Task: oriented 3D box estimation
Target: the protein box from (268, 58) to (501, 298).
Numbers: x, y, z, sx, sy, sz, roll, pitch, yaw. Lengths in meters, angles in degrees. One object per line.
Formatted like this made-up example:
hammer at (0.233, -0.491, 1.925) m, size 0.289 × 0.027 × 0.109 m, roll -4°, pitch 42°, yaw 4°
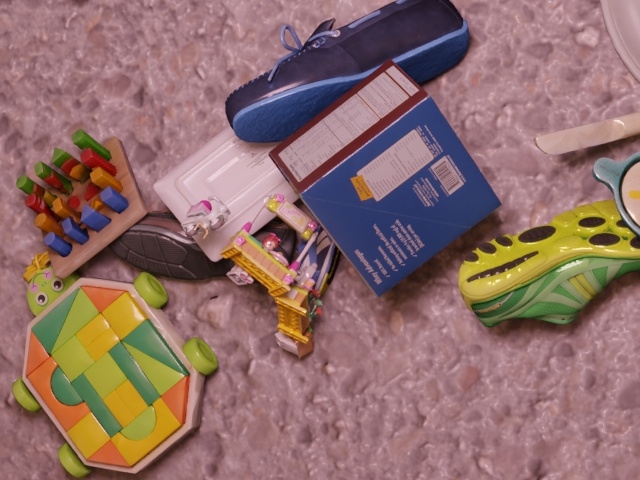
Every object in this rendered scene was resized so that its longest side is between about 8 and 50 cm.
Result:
protein box at (0.082, -0.078, 1.830) m, size 0.201 × 0.136 × 0.200 m, roll -37°, pitch 123°, yaw 1°

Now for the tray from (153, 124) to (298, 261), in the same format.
tray at (-0.083, -0.107, 1.945) m, size 0.270 × 0.030 × 0.145 m, roll -39°, pitch 73°, yaw -7°

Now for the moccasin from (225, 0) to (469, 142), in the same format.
moccasin at (0.027, -0.232, 1.902) m, size 0.342 × 0.137 × 0.117 m, roll -21°, pitch 66°, yaw -13°

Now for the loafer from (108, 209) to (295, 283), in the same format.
loafer at (-0.163, 0.001, 2.002) m, size 0.267 × 0.084 × 0.096 m, roll 8°, pitch 136°, yaw 16°

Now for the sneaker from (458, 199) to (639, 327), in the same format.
sneaker at (0.324, 0.034, 1.858) m, size 0.295 × 0.123 × 0.109 m, roll -15°, pitch 44°, yaw 3°

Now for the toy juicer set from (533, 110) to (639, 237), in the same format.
toy juicer set at (0.451, -0.071, 1.780) m, size 0.209 × 0.089 × 0.329 m, roll -34°, pitch 74°, yaw -21°

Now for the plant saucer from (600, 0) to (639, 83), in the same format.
plant saucer at (0.546, -0.336, 1.785) m, size 0.400 × 0.100 × 0.400 m, roll 0°, pitch 92°, yaw 15°

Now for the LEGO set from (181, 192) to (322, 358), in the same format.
LEGO set at (-0.048, 0.036, 1.893) m, size 0.132 × 0.287 × 0.107 m, roll 3°, pitch 52°, yaw 45°

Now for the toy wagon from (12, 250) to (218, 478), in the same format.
toy wagon at (-0.320, 0.161, 2.043) m, size 0.267 × 0.068 × 0.344 m, roll -40°, pitch 81°, yaw 12°

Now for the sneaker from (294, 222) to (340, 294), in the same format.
sneaker at (0.000, 0.000, 1.962) m, size 0.059 × 0.053 × 0.144 m, roll 20°, pitch 95°, yaw 16°

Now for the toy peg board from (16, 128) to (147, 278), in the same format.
toy peg board at (-0.344, -0.061, 2.002) m, size 0.161 × 0.079 × 0.160 m, roll -37°, pitch 47°, yaw 13°
